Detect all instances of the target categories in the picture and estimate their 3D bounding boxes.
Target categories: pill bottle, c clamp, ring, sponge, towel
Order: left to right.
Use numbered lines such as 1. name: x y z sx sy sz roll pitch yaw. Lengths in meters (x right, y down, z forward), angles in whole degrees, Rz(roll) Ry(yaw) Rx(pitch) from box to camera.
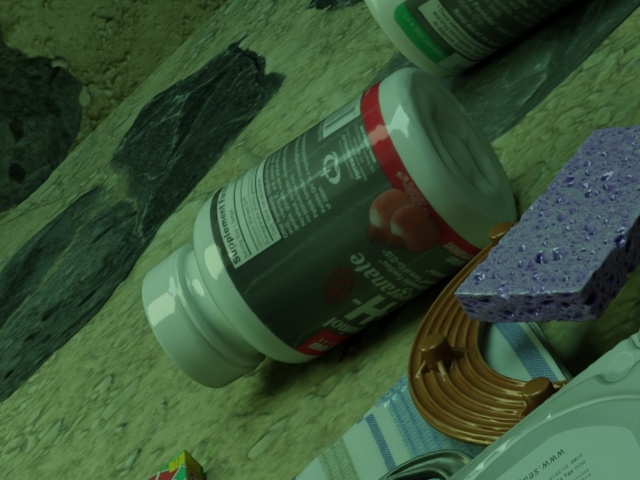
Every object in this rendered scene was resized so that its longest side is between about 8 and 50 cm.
1. pill bottle: 0.000 0.000 1.512 0.318 0.176 0.176 -33 21 22
2. c clamp: 0.049 0.213 1.129 0.137 0.022 0.161 -14 49 33
3. towel: 0.066 0.171 1.238 0.285 0.034 0.209 -41 21 5
4. pill bottle: 0.224 -0.342 1.795 0.361 0.204 0.204 -31 22 26
5. sponge: 0.199 -0.018 1.228 0.117 0.031 0.210 -4 35 48
6. ring: 0.207 0.024 1.213 0.336 0.032 0.336 -26 22 12

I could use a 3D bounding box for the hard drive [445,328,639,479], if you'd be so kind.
1. hard drive: 0.149 0.207 0.834 0.237 0.064 0.339 -40 30 15

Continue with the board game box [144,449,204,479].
1. board game box: -0.145 0.276 1.407 0.124 0.039 0.259 -39 22 8
